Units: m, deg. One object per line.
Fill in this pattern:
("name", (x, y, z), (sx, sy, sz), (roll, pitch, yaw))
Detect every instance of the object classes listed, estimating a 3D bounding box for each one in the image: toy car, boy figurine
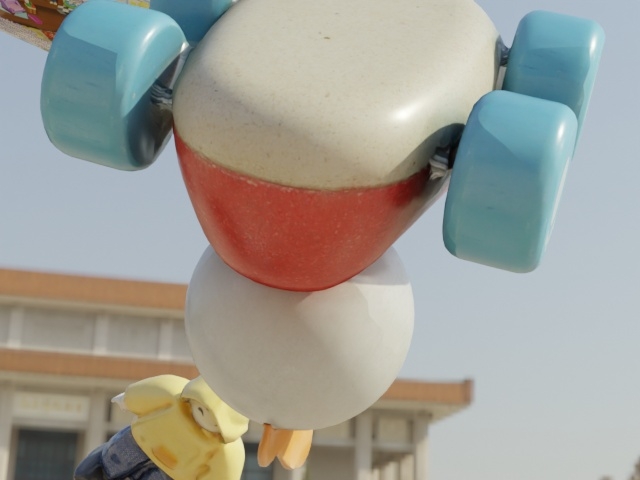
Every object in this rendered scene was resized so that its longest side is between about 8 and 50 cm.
("toy car", (0.000, 0.000, 0.612), (0.219, 0.210, 0.238), (15, -59, 11))
("boy figurine", (-0.154, 0.228, 1.373), (0.285, 0.177, 0.092), (-38, -1, 42))

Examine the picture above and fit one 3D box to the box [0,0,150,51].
("box", (-0.153, -0.212, 0.938), (0.293, 0.057, 0.201), (25, -38, 13))
